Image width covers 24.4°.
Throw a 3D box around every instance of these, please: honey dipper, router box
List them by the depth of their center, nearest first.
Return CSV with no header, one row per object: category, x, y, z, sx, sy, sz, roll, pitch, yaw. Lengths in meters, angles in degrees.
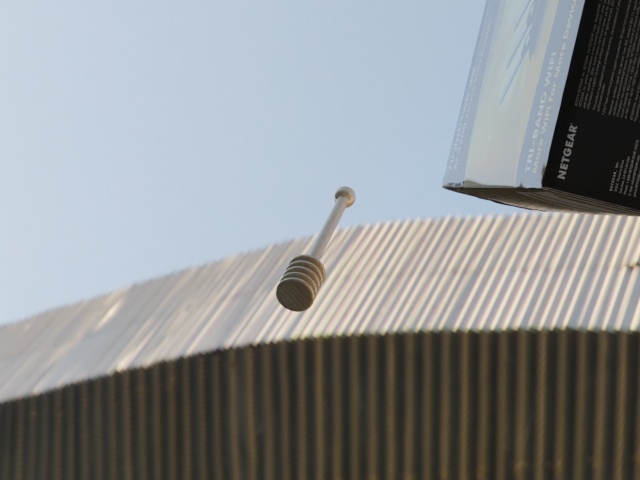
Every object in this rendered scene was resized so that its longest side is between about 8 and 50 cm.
router box,0.178,-0.173,0.971,0.081,0.243,0.308,13,-91,-9
honey dipper,0.000,0.000,1.153,0.031,0.160,0.030,7,-57,12
